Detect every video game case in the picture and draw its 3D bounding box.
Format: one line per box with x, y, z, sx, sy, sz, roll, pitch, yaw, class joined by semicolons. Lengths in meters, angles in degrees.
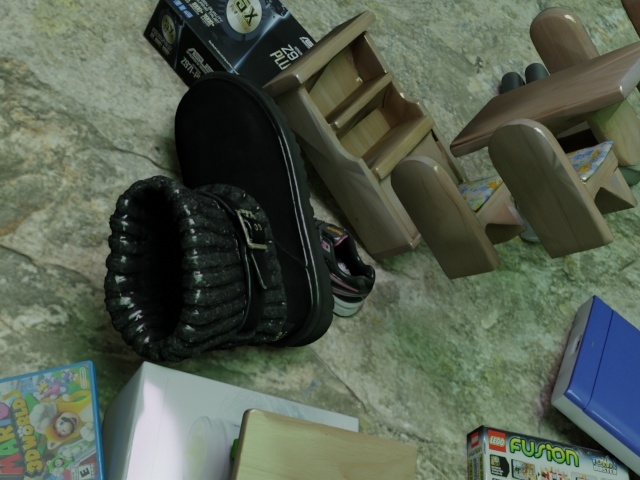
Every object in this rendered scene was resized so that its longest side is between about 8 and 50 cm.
-0.280;0.179;0.942;0.166;0.015;0.119;-12;60;-2;video game case

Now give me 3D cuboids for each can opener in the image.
0.311;-0.113;1.478;0.095;0.076;0.283;39;41;-46;can opener

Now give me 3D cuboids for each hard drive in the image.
0.440;0.231;1.320;0.319;0.040;0.210;39;38;-3;hard drive

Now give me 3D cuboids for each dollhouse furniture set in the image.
0.169;-0.160;1.164;0.256;0.394;0.362;56;49;-15;dollhouse furniture set

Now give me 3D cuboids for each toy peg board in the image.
-0.015;0.242;0.904;0.161;0.079;0.160;17;71;-19;toy peg board

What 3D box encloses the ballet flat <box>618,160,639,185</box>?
0.424;-0.129;1.496;0.213;0.068;0.072;15;58;-44;ballet flat

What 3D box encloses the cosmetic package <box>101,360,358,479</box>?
-0.097;0.260;0.973;0.225;0.138;0.224;17;55;-18;cosmetic package

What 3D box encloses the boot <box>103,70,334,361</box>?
-0.123;-0.043;1.081;0.260;0.131;0.348;8;55;-56;boot

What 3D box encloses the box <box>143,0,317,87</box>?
-0.101;-0.239;1.308;0.180;0.077;0.147;50;51;6;box

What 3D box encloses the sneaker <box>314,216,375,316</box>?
0.000;0.000;1.220;0.178;0.077;0.072;43;50;1;sneaker

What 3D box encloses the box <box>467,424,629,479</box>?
0.269;0.290;1.218;0.207;0.036;0.114;16;55;-20;box
